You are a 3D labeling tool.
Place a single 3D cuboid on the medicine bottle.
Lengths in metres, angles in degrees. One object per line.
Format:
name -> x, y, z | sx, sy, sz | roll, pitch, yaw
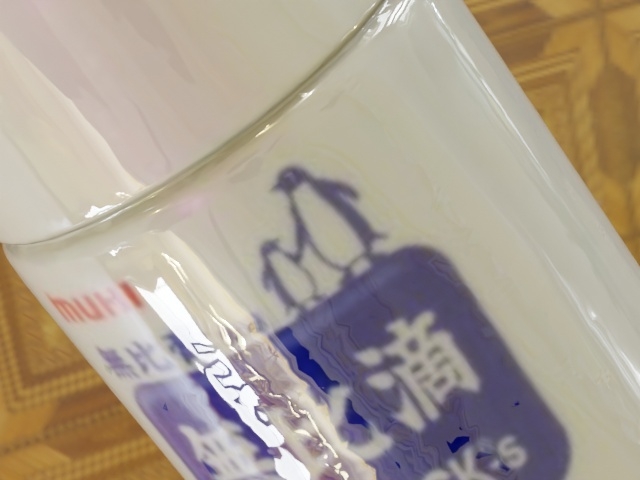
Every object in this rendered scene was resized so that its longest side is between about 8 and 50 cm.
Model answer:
medicine bottle -> 0.000, 0.000, 0.478 | 0.130, 0.130, 0.341 | -41, 110, -16
